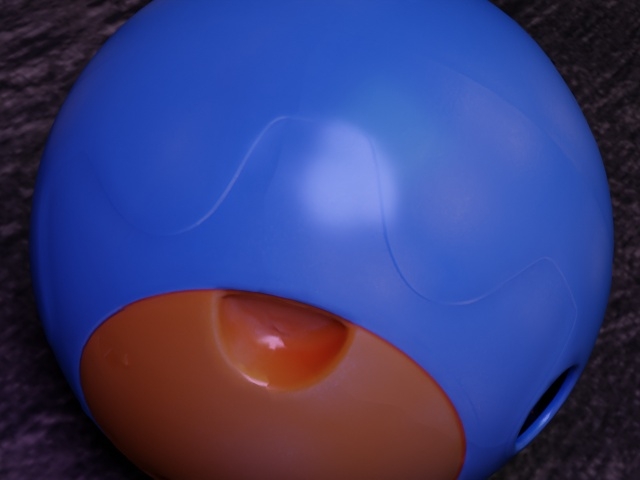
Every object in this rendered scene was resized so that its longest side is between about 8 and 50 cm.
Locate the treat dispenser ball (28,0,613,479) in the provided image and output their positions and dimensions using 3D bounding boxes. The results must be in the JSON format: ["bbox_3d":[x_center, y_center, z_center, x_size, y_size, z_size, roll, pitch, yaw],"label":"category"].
[{"bbox_3d":[0.000,0.000,0.855,0.288,0.288,0.288,17,42,-16],"label":"treat dispenser ball"}]
